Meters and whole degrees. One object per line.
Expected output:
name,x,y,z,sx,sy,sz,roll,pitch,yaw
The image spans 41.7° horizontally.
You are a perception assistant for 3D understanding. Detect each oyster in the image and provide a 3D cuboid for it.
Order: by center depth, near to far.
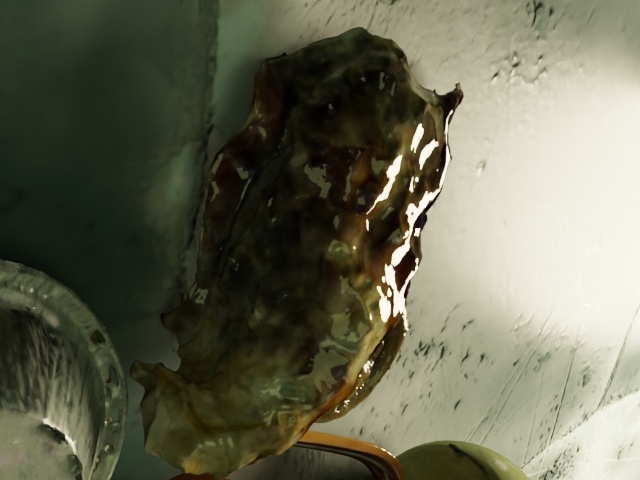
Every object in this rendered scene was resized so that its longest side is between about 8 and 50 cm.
oyster,0.007,0.002,0.547,0.275,0.100,0.271,-13,107,-32

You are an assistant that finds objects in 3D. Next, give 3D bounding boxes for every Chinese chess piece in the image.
Chinese chess piece,0.115,0.272,0.742,0.083,0.188,0.188,26,95,-46

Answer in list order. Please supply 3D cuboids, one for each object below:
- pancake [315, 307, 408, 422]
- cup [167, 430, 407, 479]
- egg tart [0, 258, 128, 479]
pancake,0.019,0.083,0.661,0.140,0.022,0.139,-23,129,-33
cup,-0.013,0.251,0.639,0.264,0.182,0.226,34,53,-38
egg tart,-0.198,0.121,0.431,0.234,0.094,0.234,-21,125,-33
